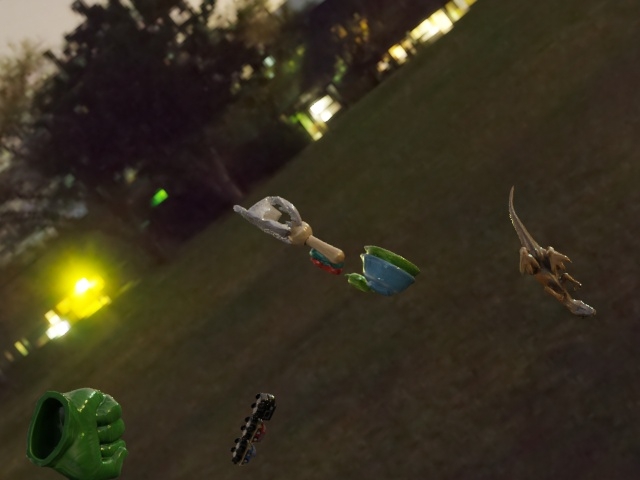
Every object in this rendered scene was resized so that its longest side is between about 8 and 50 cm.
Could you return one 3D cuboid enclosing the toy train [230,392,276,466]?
[{"bbox_3d":[-0.099,0.284,1.595,0.027,0.036,0.158,-104,31,-46],"label":"toy train"}]

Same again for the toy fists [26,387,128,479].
[{"bbox_3d":[-0.350,0.352,1.530,0.096,0.279,0.142,0,-15,29],"label":"toy fists"}]

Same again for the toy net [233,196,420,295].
[{"bbox_3d":[0.000,0.000,1.226,0.045,0.232,0.122,-63,25,-7],"label":"toy net"}]

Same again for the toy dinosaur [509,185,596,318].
[{"bbox_3d":[0.291,0.023,1.438,0.064,0.212,0.112,-31,-9,5],"label":"toy dinosaur"}]
